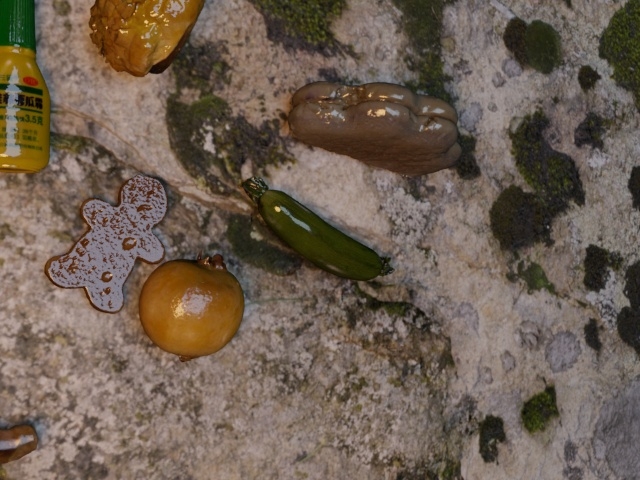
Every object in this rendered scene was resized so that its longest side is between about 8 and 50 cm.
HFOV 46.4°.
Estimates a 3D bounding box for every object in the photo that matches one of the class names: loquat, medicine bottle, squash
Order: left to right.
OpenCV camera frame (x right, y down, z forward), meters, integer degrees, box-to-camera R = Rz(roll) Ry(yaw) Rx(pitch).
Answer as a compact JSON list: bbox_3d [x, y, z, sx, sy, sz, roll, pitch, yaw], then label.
[{"bbox_3d":[-0.405,-0.221,0.986,0.095,0.064,0.260,2,85,-33],"label":"medicine bottle"},{"bbox_3d":[-0.183,0.092,1.067,0.163,0.137,0.163,-1,92,-16],"label":"loquat"},{"bbox_3d":[0.000,0.001,1.231,0.319,0.080,0.071,32,109,-26],"label":"squash"}]

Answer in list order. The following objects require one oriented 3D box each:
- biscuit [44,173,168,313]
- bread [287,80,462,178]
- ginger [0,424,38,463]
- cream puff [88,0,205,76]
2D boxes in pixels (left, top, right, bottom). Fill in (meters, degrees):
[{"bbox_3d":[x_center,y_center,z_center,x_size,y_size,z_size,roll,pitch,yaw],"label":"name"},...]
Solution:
[{"bbox_3d":[-0.288,-0.003,1.066,0.138,0.031,0.204,35,71,-21],"label":"biscuit"},{"bbox_3d":[0.117,-0.197,1.256,0.338,0.183,0.101,11,73,-32],"label":"bread"},{"bbox_3d":[-0.508,0.178,0.893,0.166,0.080,0.333,-39,115,-13],"label":"ginger"},{"bbox_3d":[-0.245,-0.319,1.037,0.130,0.189,0.189,31,71,-23],"label":"cream puff"}]
